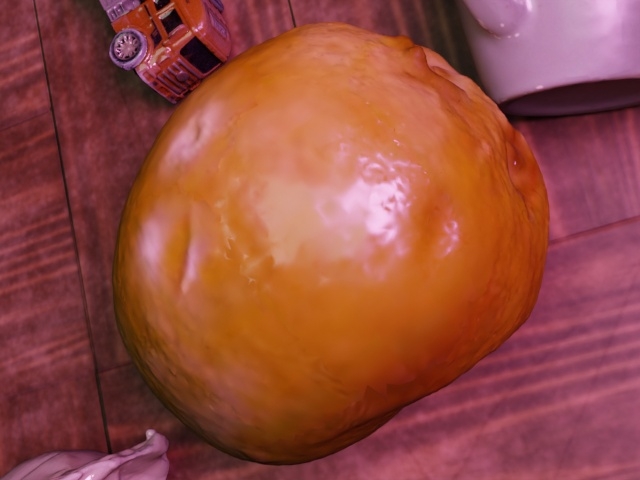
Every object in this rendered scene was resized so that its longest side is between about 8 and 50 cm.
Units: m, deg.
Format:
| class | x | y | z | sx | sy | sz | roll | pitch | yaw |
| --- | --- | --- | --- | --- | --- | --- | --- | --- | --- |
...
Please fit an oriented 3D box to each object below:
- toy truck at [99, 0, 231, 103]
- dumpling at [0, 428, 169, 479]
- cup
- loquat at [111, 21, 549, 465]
| class | x | y | z | sx | sy | sz | roll | pitch | yaw |
| --- | --- | --- | --- | --- | --- | --- | --- | --- | --- |
| toy truck | -0.151 | -0.218 | 0.769 | 0.092 | 0.083 | 0.192 | -32 | 72 | 9 |
| dumpling | -0.220 | 0.242 | 0.676 | 0.258 | 0.193 | 0.147 | -49 | 65 | 12 |
| cup | 0.136 | -0.207 | 0.573 | 0.186 | 0.258 | 0.234 | -8 | 85 | 57 |
| loquat | 0.000 | 0.000 | 0.593 | 0.284 | 0.276 | 0.276 | -45 | 69 | 32 |
